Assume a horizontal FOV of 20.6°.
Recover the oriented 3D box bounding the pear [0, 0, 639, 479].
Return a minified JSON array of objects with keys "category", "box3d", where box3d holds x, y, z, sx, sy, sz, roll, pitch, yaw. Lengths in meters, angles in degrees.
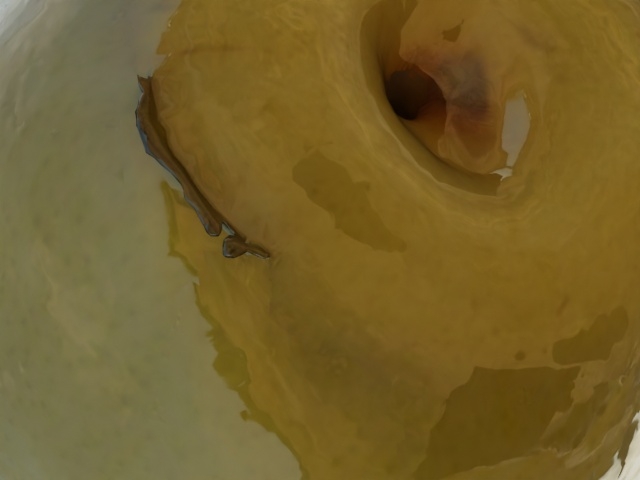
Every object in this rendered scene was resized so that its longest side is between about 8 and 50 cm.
[{"category":"pear","box3d":[0.000,0.000,0.624,0.309,0.309,0.309,14,-110,-44]}]
